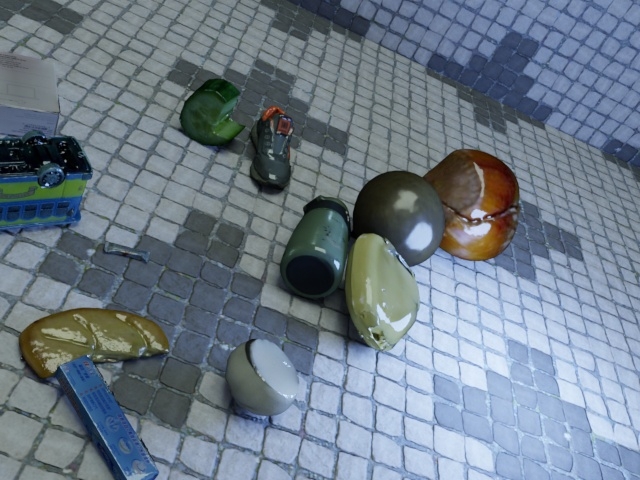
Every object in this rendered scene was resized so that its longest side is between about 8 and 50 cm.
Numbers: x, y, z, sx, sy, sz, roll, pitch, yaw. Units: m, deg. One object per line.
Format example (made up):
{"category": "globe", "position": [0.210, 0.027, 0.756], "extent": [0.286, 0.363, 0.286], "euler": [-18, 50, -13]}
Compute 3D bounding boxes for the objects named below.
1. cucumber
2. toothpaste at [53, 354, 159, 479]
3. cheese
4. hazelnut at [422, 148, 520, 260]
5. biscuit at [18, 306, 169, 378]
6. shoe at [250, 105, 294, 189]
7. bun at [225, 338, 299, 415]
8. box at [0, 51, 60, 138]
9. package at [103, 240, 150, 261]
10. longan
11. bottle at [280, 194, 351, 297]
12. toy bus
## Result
{"category": "cucumber", "position": [-0.333, -0.397, 2.123], "extent": [0.191, 0.191, 0.130], "euler": [28, 37, -3]}
{"category": "toothpaste", "position": [-0.404, 0.345, 1.300], "extent": [0.066, 0.053, 0.272], "euler": [-23, 69, -43]}
{"category": "cheese", "position": [0.158, 0.152, 1.814], "extent": [0.259, 0.128, 0.316], "euler": [39, 36, -24]}
{"category": "hazelnut", "position": [0.483, -0.113, 2.222], "extent": [0.372, 0.373, 0.315], "euler": [9, 3, -25]}
{"category": "biscuit", "position": [-0.474, 0.202, 1.449], "extent": [0.299, 0.045, 0.154], "euler": [-6, 50, -39]}
{"category": "shoe", "position": [-0.134, -0.307, 2.151], "extent": [0.132, 0.171, 0.337], "euler": [14, 39, -21]}
{"category": "bun", "position": [-0.138, 0.305, 1.490], "extent": [0.173, 0.120, 0.173], "euler": [44, 17, -17]}
{"category": "box", "position": [-0.819, -0.394, 1.853], "extent": [0.203, 0.106, 0.252], "euler": [3, 46, -29]}
{"category": "package", "position": [-0.469, 0.027, 1.674], "extent": [0.110, 0.015, 0.037], "euler": [15, 40, -17]}
{"category": "longan", "position": [0.226, -0.059, 2.020], "extent": [0.297, 0.297, 0.297], "euler": [18, 39, -15]}
{"category": "bottle", "position": [0.001, 0.001, 1.900], "extent": [0.168, 0.169, 0.347], "euler": [26, 32, -5]}
{"category": "toy bus", "position": [-0.697, -0.133, 1.562], "extent": [0.312, 0.190, 0.152], "euler": [-9, 51, -40]}
